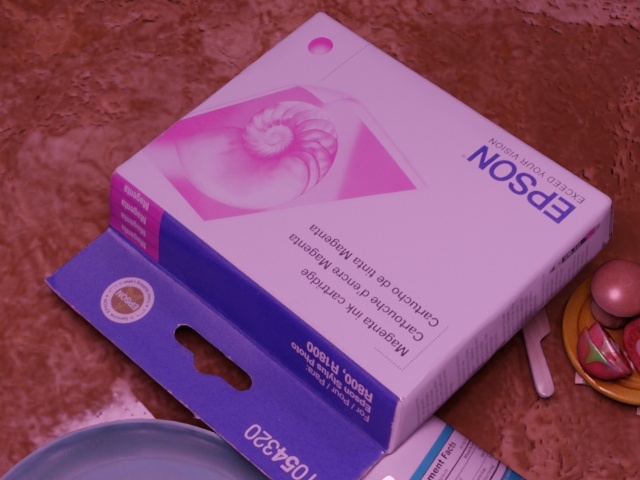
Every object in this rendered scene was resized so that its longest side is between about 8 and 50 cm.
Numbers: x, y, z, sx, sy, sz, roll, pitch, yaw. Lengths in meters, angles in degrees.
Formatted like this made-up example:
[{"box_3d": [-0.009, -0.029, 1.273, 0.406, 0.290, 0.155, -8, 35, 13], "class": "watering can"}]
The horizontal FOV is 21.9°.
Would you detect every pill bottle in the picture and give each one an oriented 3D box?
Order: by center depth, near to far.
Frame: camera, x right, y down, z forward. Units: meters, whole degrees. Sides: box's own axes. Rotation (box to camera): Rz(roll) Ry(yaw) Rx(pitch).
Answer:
[{"box_3d": [0.096, 0.228, 1.262, 0.264, 0.146, 0.146, 35, 74, 7], "class": "pill bottle"}]

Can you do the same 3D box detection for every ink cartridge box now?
[{"box_3d": [0.000, 0.000, 1.290, 0.324, 0.071, 0.330, 36, 64, 28], "class": "ink cartridge box"}]

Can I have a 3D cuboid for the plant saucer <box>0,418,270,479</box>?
[{"box_3d": [-0.134, 0.294, 1.241, 0.318, 0.044, 0.317, -2, 80, 10], "class": "plant saucer"}]

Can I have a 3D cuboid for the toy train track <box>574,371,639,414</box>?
[{"box_3d": [0.254, 0.119, 1.376, 0.083, 0.014, 0.048, 8, 73, -2], "class": "toy train track"}]

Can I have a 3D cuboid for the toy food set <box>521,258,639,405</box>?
[{"box_3d": [0.273, 0.066, 1.354, 0.218, 0.071, 0.128, 0, 63, -5], "class": "toy food set"}]
